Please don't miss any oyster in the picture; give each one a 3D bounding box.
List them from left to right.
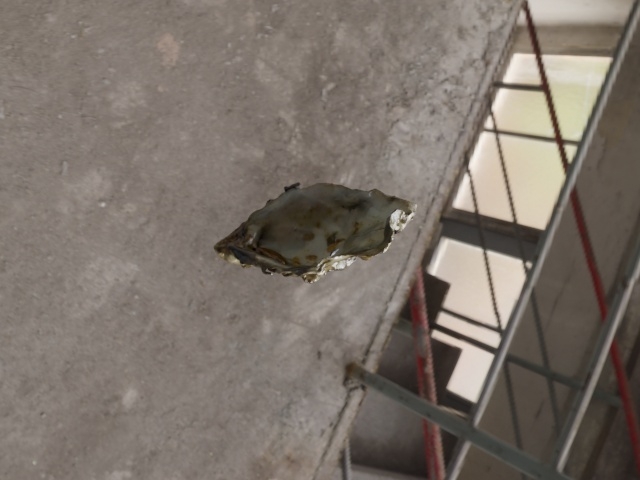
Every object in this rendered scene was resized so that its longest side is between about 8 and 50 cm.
[{"bbox_3d":[-0.006,-0.001,0.582,0.103,0.148,0.051,-65,154,-51],"label":"oyster"}]
